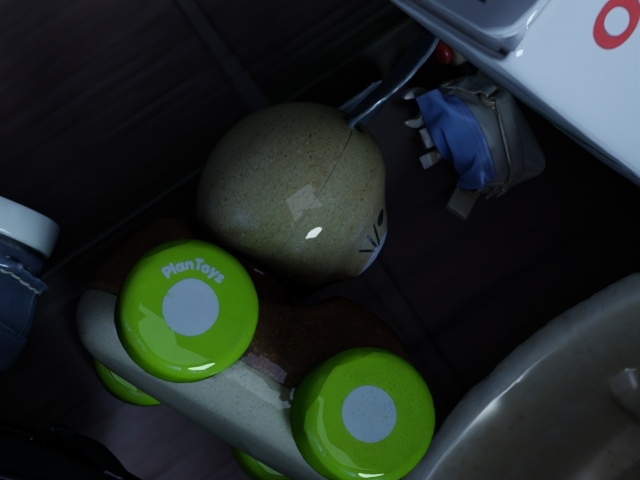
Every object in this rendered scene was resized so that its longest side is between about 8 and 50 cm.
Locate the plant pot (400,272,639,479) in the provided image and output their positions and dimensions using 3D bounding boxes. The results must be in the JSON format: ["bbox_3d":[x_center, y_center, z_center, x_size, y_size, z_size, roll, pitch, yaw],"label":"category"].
[{"bbox_3d":[0.220,0.212,0.493,0.305,0.334,0.334,37,85,-37],"label":"plant pot"}]

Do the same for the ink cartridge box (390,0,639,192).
[{"bbox_3d":[0.178,-0.106,0.513,0.278,0.117,0.201,29,99,-39],"label":"ink cartridge box"}]

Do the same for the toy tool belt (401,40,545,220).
[{"bbox_3d":[0.064,-0.056,0.618,0.051,0.052,0.083,-30,93,-15],"label":"toy tool belt"}]

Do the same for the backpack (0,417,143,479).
[{"bbox_3d":[-0.179,0.141,0.500,0.253,0.225,0.191,7,91,-19],"label":"backpack"}]

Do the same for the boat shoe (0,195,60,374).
[{"bbox_3d":[-0.241,-0.007,0.559,0.254,0.095,0.079,18,76,-16],"label":"boat shoe"}]

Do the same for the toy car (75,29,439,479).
[{"bbox_3d":[0.000,0.000,0.569,0.149,0.155,0.188,32,74,-7],"label":"toy car"}]
